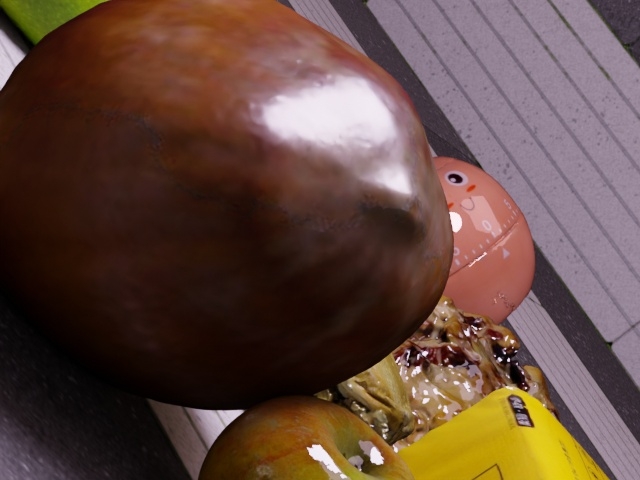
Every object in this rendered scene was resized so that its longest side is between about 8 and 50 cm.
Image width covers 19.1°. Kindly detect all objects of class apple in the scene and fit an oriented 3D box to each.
[{"bbox_3d":[-0.011,0.210,1.410,0.182,0.155,0.182,34,25,-18],"label":"apple"}]

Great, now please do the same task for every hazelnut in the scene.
[{"bbox_3d":[-0.082,-0.033,1.447,0.366,0.366,0.366,48,13,-14],"label":"hazelnut"}]

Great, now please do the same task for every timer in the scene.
[{"bbox_3d":[0.144,0.016,2.340,0.215,0.229,0.229,50,12,-7],"label":"timer"}]

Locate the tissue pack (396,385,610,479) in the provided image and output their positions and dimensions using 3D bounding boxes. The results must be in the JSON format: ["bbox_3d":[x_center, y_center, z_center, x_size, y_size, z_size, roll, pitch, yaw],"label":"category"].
[{"bbox_3d":[0.184,0.347,1.514,0.293,0.228,0.382,52,10,-24],"label":"tissue pack"}]

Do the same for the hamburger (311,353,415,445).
[{"bbox_3d":[0.006,0.123,1.792,0.189,0.122,0.215,58,8,0],"label":"hamburger"}]

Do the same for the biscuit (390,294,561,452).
[{"bbox_3d":[0.157,0.194,1.962,0.289,0.081,0.334,13,50,-38],"label":"biscuit"}]

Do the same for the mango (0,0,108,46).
[{"bbox_3d":[-0.249,-0.266,1.914,0.343,0.156,0.192,57,14,-4],"label":"mango"}]
